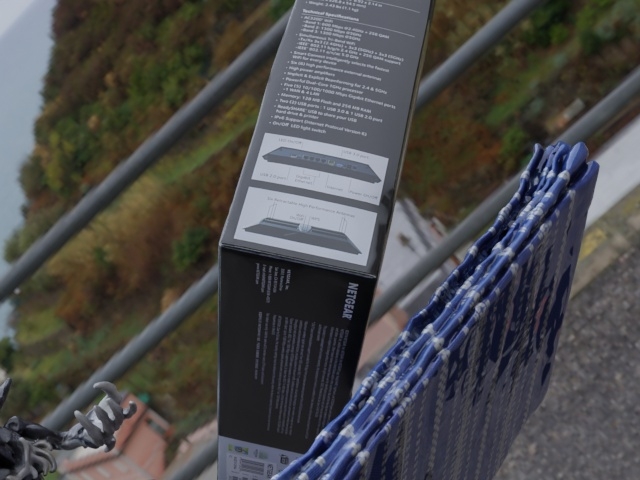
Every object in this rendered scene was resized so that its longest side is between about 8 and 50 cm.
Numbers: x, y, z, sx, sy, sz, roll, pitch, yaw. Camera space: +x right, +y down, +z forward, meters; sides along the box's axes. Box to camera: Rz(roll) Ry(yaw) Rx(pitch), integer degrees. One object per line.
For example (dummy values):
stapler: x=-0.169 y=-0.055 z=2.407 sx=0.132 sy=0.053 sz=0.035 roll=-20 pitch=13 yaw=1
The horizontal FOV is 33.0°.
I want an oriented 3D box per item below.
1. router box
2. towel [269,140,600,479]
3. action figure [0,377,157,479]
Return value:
router box: x=0.000 y=0.000 z=0.687 sx=0.309 sy=0.081 sz=0.243 roll=98 pitch=-176 yaw=-56
towel: x=0.058 y=0.116 z=0.609 sx=0.040 sy=0.243 sz=0.336 roll=25 pitch=48 yaw=25
action figure: x=-0.184 y=0.187 z=0.799 sx=0.141 sy=0.276 sz=0.164 roll=-50 pitch=22 yaw=49
